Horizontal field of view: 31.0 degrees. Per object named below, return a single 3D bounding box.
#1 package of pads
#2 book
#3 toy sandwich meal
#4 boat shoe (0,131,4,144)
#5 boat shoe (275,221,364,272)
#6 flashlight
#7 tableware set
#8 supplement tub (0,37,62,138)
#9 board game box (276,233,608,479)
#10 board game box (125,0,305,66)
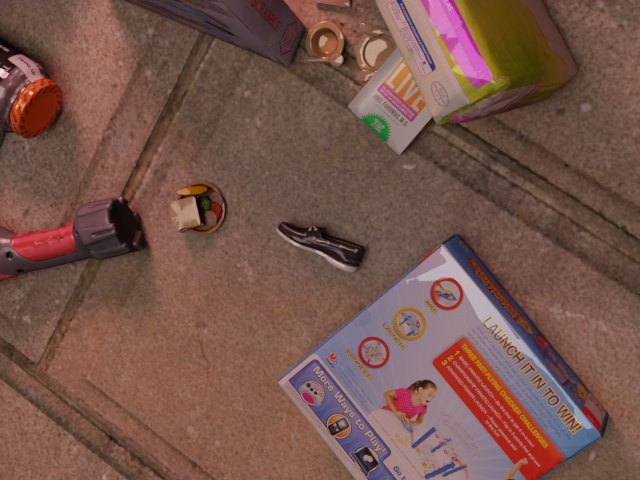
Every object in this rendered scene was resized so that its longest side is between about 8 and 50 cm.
[{"bbox_3d":[0.176,-0.254,1.313,0.101,0.296,0.229,-28,87,30],"label":"package of pads"},{"bbox_3d":[0.116,-0.195,1.488,0.096,0.035,0.144,43,114,6],"label":"book"},{"bbox_3d":[-0.176,-0.045,1.633,0.086,0.029,0.085,3,99,22],"label":"toy sandwich meal"},{"bbox_3d":[-0.555,-0.114,1.766,0.083,0.065,0.183,31,101,17],"label":"boat shoe"},{"bbox_3d":[0.000,0.000,1.558,0.125,0.046,0.038,27,107,14],"label":"boat shoe"},{"bbox_3d":[-0.415,-0.002,1.700,0.304,0.103,0.103,-13,89,25],"label":"flashlight"},{"bbox_3d":[0.045,-0.294,1.513,0.141,0.020,0.168,8,100,21],"label":"tableware set"},{"bbox_3d":[-0.478,-0.235,1.684,0.190,0.117,0.117,32,108,15],"label":"supplement tub"},{"bbox_3d":[0.154,0.204,1.492,0.302,0.086,0.308,-41,84,22],"label":"board game box"},{"bbox_3d":[-0.208,-0.346,1.448,0.319,0.318,0.066,24,88,17],"label":"board game box"}]
